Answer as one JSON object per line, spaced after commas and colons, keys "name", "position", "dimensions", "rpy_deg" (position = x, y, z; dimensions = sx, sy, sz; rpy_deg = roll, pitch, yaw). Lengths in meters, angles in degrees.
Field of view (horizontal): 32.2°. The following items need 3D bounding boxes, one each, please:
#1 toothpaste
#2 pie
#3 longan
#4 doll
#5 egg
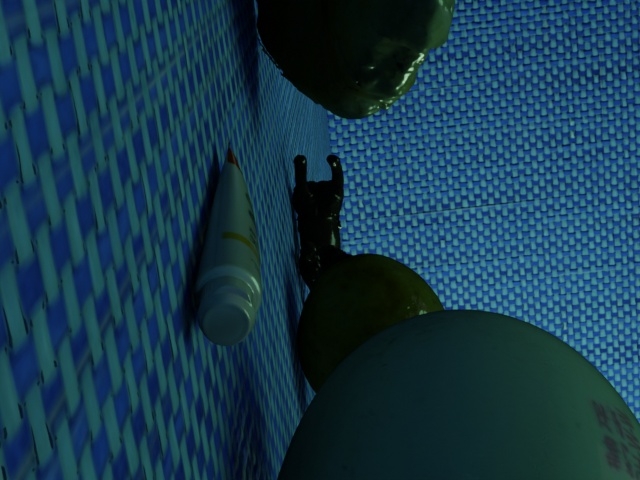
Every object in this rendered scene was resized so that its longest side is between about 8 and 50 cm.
{"name": "toothpaste", "position": [-0.044, 0.000, 0.558], "dimensions": [0.190, 0.031, 0.048], "rpy_deg": [-96, 175, -68]}
{"name": "pie", "position": [0.023, -0.244, 0.879], "dimensions": [0.306, 0.071, 0.306], "rpy_deg": [3, -87, 63]}
{"name": "longan", "position": [0.049, 0.086, 1.037], "dimensions": [0.176, 0.145, 0.155], "rpy_deg": [-97, -154, -60]}
{"name": "doll", "position": [0.000, 0.000, 1.177], "dimensions": [0.165, 0.057, 0.139], "rpy_deg": [102, -18, -71]}
{"name": "egg", "position": [0.081, 0.205, 0.576], "dimensions": [0.230, 0.230, 0.371], "rpy_deg": [80, 8, -51]}
